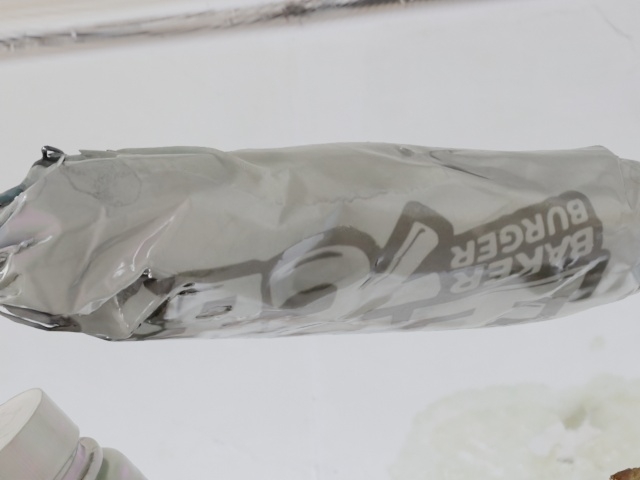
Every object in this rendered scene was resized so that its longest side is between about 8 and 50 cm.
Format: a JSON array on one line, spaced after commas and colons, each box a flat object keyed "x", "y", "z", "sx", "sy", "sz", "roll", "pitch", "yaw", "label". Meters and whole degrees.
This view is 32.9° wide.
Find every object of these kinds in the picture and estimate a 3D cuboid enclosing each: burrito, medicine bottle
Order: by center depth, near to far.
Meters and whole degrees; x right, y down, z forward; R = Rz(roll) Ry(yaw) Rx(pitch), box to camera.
[{"x": 0.000, "y": 0.000, "z": 0.572, "sx": 0.445, "sy": 0.101, "sz": 0.139, "roll": -1, "pitch": -15, "yaw": -29, "label": "burrito"}, {"x": -0.211, "y": 0.283, "z": 0.978, "sx": 0.170, "sy": 0.170, "sz": 0.293, "roll": -34, "pitch": -71, "yaw": 10, "label": "medicine bottle"}]

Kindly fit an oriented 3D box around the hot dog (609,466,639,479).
[{"x": 0.245, "y": 0.194, "z": 0.655, "sx": 0.169, "sy": 0.078, "sz": 0.061, "roll": 29, "pitch": -47, "yaw": 15, "label": "hot dog"}]
